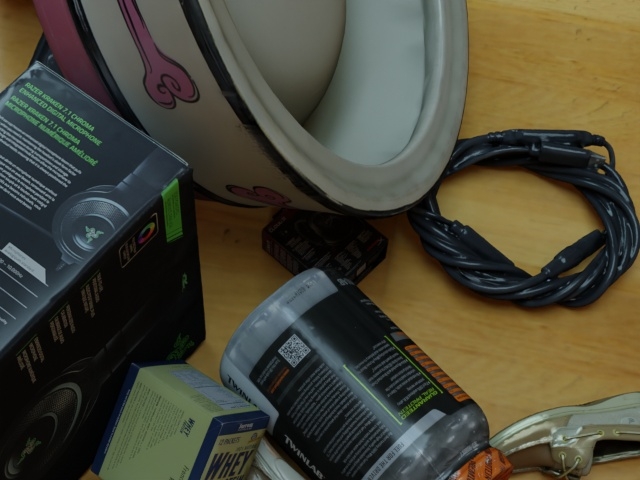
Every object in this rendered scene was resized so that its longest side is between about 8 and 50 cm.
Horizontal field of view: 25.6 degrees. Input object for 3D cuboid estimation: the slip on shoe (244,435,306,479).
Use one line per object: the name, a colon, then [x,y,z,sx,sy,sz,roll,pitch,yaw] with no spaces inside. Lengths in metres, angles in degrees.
slip on shoe: [-0.053,0.154,0.969,0.041,0.051,0.135,-40,74,-19]

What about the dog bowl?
dog bowl: [-0.048,-0.205,0.992,0.150,0.408,0.408,-9,56,30]

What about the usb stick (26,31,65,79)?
usb stick: [-0.186,-0.107,1.037,0.045,0.077,0.278,23,89,44]

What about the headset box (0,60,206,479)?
headset box: [-0.201,0.062,0.903,0.131,0.246,0.283,34,64,16]

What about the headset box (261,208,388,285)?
headset box: [0.000,0.000,1.066,0.083,0.032,0.062,39,66,18]

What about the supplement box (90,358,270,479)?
supplement box: [-0.093,0.135,0.932,0.083,0.056,0.083,28,104,29]

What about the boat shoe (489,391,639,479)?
boat shoe: [0.177,0.143,0.983,0.135,0.050,0.045,-15,57,-10]

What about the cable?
cable: [0.149,-0.017,1.081,0.184,0.047,0.150,1,66,-5]

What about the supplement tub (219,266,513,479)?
supplement tub: [0.032,0.118,0.953,0.117,0.117,0.190,-37,68,-20]
